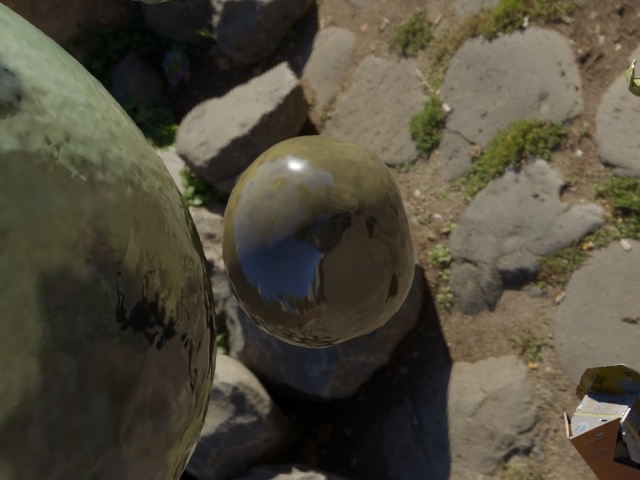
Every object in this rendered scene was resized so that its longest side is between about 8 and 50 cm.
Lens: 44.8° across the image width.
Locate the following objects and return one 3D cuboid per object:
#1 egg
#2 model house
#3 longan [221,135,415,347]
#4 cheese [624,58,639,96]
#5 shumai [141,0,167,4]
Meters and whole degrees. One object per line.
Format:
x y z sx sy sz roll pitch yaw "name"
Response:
-0.238 0.036 0.434 0.345 0.428 0.345 -7 39 6 "egg"
0.508 0.336 1.345 0.136 0.219 0.207 -47 18 -26 "model house"
0.000 0.000 1.332 0.361 0.361 0.360 -22 59 42 "longan"
0.565 -0.287 1.385 0.041 0.084 0.060 -37 42 39 "cheese"
-0.217 -0.373 0.847 0.204 0.222 0.272 3 38 42 "shumai"
